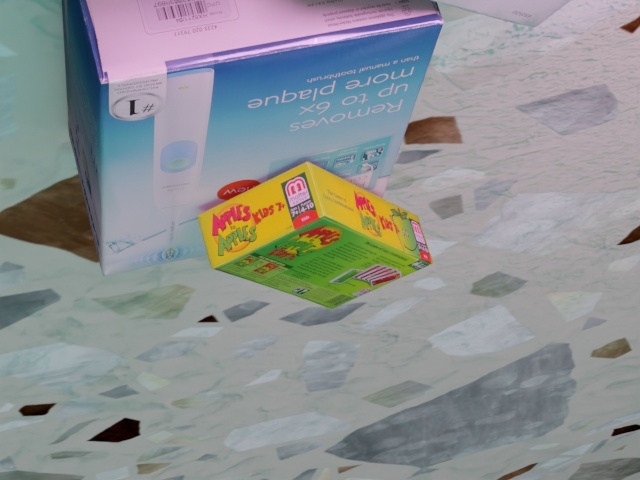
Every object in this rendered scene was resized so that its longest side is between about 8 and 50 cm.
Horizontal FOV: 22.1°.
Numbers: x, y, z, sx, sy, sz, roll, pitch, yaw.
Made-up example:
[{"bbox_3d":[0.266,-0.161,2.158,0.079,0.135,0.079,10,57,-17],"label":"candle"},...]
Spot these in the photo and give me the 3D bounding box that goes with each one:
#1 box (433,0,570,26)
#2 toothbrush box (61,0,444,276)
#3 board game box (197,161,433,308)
[{"bbox_3d":[0.113,-0.230,0.934,0.182,0.119,0.181,7,149,-42],"label":"box"},{"bbox_3d":[-0.059,-0.105,1.113,0.216,0.126,0.295,-11,159,-13],"label":"toothbrush box"},{"bbox_3d":[0.000,0.000,1.179,0.092,0.043,0.181,-26,159,21],"label":"board game box"}]
